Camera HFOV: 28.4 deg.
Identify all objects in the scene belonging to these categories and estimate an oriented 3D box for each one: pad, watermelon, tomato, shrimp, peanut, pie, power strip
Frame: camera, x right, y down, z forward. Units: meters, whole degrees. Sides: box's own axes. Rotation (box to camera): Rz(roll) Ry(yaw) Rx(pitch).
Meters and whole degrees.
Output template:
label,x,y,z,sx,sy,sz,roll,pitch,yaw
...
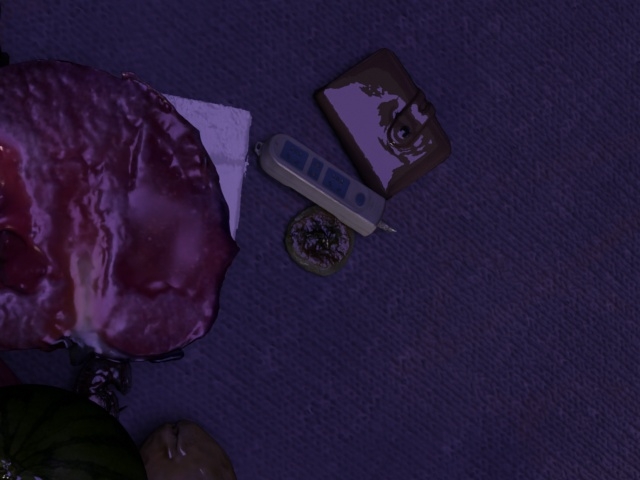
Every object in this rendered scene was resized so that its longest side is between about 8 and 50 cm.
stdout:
label,x,y,z,sx,sy,sz,roll,pitch,yaw
pad,-0.191,-0.086,1.383,0.232,0.004,0.156,9,86,-18
watermelon,-0.278,0.256,1.195,0.242,0.242,0.242,0,89,-19
tomato,-0.255,-0.026,1.269,0.334,0.176,0.290,4,89,-25
shrimp,-0.233,0.199,1.337,0.065,0.056,0.165,2,91,-25
peanut,-0.136,0.332,1.315,0.130,0.130,0.290,-2,79,-19
pie,0.000,-0.002,1.438,0.084,0.021,0.084,0,89,-20
power strip,0.009,-0.060,1.429,0.191,0.030,0.047,32,52,-14

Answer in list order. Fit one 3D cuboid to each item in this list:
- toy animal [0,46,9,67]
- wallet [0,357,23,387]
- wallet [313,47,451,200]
label,x,y,z,sx,sy,sz,roll,pitch,yaw
toy animal,-0.479,-0.184,1.237,0.343,0.106,0.168,-13,100,-12
wallet,-0.371,0.158,1.283,0.119,0.025,0.232,-40,113,-14
wallet,0.075,-0.135,1.458,0.118,0.039,0.153,-36,99,-14
